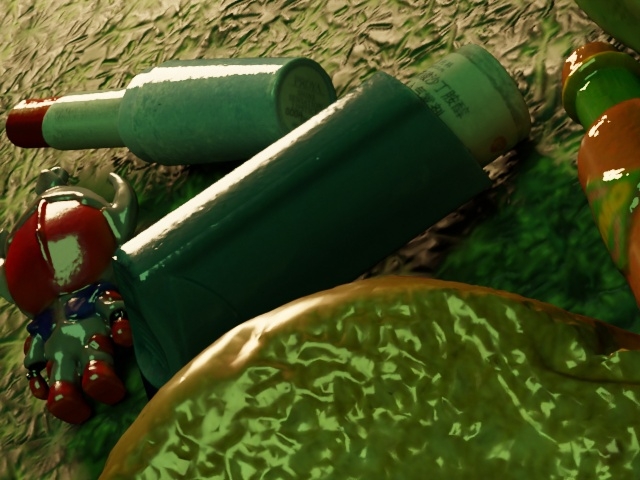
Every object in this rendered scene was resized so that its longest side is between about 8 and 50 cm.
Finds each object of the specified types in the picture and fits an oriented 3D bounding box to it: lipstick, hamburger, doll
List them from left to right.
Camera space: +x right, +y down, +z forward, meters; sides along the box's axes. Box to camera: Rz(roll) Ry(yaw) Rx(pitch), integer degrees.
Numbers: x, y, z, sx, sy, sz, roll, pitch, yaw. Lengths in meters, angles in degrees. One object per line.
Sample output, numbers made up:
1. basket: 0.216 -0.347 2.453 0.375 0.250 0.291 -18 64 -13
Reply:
1. doll: -0.155 0.024 1.047 0.104 0.062 0.195 -44 42 29
2. lipstick: -0.110 -0.082 1.099 0.274 0.061 0.068 0 58 43
3. hamburger: 0.039 0.176 0.576 0.289 0.170 0.314 28 75 16

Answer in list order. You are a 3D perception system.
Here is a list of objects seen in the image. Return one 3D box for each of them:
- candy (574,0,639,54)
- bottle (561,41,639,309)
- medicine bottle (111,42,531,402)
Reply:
1. candy: 0.169 -0.203 0.904 0.142 0.132 0.343 -34 38 1
2. bottle: 0.158 -0.033 0.809 0.069 0.069 0.187 -33 37 14
3. medicine bottle: 0.000 0.000 0.900 0.258 0.124 0.079 -37 32 -9
